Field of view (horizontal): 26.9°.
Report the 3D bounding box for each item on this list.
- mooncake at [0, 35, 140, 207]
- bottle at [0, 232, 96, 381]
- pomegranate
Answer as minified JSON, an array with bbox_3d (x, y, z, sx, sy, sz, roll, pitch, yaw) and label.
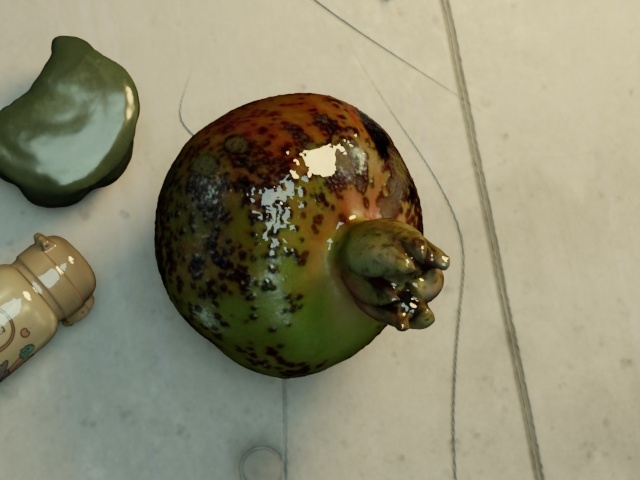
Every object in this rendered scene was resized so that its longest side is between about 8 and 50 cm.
[{"bbox_3d":[-0.270,-0.120,1.384,0.175,0.104,0.168,-16,87,-10],"label":"mooncake"},{"bbox_3d":[-0.318,0.086,1.345,0.209,0.097,0.110,-39,127,-14],"label":"bottle"},{"bbox_3d":[0.000,0.000,1.287,0.285,0.341,0.285,-10,106,-37],"label":"pomegranate"}]
